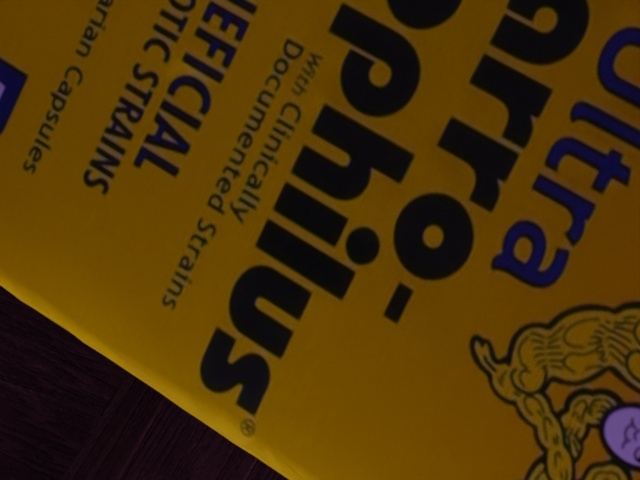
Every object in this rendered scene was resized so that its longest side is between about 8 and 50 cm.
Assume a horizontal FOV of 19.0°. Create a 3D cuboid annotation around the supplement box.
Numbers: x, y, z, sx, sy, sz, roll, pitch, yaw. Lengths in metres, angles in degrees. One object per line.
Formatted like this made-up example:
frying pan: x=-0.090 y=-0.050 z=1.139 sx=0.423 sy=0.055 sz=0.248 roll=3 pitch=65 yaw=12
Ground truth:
supplement box: x=0.060 y=-0.020 z=0.602 sx=0.356 sy=0.194 sz=0.195 roll=31 pitch=-168 yaw=24
